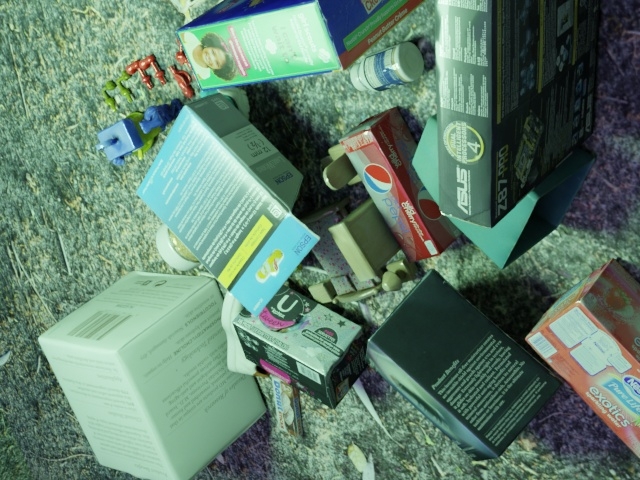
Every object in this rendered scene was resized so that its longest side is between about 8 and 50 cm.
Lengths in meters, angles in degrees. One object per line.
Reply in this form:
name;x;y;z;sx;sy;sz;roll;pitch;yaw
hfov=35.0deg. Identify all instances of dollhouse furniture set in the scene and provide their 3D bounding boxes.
dollhouse furniture set;0.000;0.000;1.953;0.355;0.174;0.303;-19;106;48

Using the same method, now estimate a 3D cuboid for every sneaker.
sneaker;-0.231;-0.209;2.035;0.275;0.110;0.107;120;147;-42
sneaker;-0.151;0.202;2.325;0.123;0.106;0.290;15;136;17

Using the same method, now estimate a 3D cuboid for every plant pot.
plant pot;0.277;-0.113;1.627;0.234;0.166;0.165;42;141;22

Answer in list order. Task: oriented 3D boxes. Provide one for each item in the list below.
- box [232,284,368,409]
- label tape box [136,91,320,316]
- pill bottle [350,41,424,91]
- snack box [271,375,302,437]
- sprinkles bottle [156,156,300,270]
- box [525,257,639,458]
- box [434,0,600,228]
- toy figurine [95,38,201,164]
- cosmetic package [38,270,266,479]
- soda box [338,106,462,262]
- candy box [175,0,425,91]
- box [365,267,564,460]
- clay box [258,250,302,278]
box;-0.039;0.216;2.161;0.247;0.142;0.163;26;152;25
label tape box;-0.157;-0.066;1.906;0.348;0.115;0.249;45;129;8
pill bottle;0.109;-0.288;1.707;0.120;0.067;0.067;-10;113;47
snack box;-0.080;0.400;2.460;0.064;0.022;0.178;21;133;32
sprinkles bottle;-0.195;-0.056;2.087;0.355;0.121;0.121;-31;97;41
box;0.510;0.200;1.660;0.300;0.142;0.154;46;140;4
box;0.277;-0.259;1.380;0.097;0.318;0.395;18;132;32
toy figurine;-0.405;-0.248;2.100;0.362;0.217;0.191;-13;111;47
cosmetic package;-0.402;0.326;2.463;0.329;0.327;0.393;3;121;42
soda box;0.146;-0.097;1.803;0.083;0.092;0.263;-16;109;49
candy box;-0.026;-0.361;1.618;0.317;0.268;0.122;-2;122;44
box;0.241;0.234;1.819;0.294;0.183;0.296;42;171;11
clay box;-0.118;0.016;2.140;0.222;0.053;0.127;-11;90;46
